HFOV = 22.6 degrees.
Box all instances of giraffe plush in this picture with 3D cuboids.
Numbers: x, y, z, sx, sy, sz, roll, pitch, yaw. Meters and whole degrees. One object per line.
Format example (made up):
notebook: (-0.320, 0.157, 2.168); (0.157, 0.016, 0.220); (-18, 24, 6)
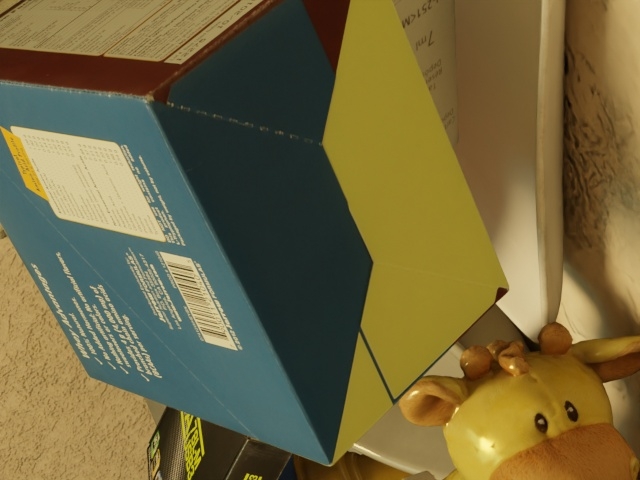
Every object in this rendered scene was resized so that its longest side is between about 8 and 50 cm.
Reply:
giraffe plush: (0.122, 0.133, 0.861); (0.210, 0.181, 0.170); (33, 139, 32)

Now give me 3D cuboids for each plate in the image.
plate: (0.055, -0.121, 0.862); (0.278, 0.045, 0.277); (51, 159, 39)

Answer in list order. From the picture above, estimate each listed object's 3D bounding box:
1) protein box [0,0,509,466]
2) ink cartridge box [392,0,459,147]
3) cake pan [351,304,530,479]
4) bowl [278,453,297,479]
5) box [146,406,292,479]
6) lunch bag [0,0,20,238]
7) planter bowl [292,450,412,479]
protein box: (-0.052, -0.028, 0.771); (0.201, 0.136, 0.200); (12, 135, 49)
ink cartridge box: (-0.045, -0.100, 0.880); (0.275, 0.060, 0.239); (32, 149, 30)
cake pan: (0.019, 0.059, 1.065); (0.293, 0.054, 0.293); (28, 156, 14)
bowl: (0.051, 0.338, 1.368); (0.391, 0.077, 0.391); (55, -174, -9)
box: (-0.084, 0.163, 1.269); (0.191, 0.045, 0.184); (-102, 32, -53)
lunch bag: (-0.256, -0.170, 1.505); (0.287, 0.235, 0.169); (62, 166, 7)
planter bowl: (0.075, 0.237, 1.292); (0.217, 0.090, 0.217); (56, -175, -8)
